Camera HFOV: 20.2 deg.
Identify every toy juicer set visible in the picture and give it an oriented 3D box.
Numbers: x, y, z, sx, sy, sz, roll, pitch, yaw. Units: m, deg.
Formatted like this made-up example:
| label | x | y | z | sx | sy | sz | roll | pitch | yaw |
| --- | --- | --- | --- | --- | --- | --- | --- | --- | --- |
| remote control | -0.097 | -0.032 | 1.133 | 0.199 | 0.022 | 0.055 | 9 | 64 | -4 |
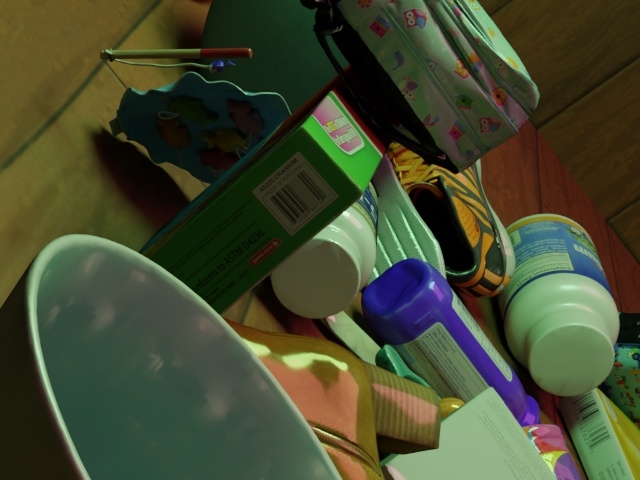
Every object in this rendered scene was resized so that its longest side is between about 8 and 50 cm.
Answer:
| label | x | y | z | sx | sy | sz | roll | pitch | yaw |
| --- | --- | --- | --- | --- | --- | --- | --- | --- | --- |
| toy juicer set | 0.126 | 0.199 | 1.743 | 0.209 | 0.089 | 0.329 | 36 | 24 | -48 |

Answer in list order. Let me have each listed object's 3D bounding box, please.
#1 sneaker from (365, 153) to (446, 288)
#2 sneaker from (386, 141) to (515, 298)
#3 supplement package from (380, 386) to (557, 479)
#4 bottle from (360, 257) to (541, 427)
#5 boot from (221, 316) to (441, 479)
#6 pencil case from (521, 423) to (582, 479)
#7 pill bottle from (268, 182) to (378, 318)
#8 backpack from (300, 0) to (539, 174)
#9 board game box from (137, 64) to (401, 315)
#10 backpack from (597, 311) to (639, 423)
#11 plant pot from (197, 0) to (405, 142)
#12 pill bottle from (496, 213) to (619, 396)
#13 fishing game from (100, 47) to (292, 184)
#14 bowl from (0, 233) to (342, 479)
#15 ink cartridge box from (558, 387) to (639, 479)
| label | x | y | z | sx | sy | sz | roll | pitch | yaw |
| --- | --- | --- | --- | --- | --- | --- | --- | --- | --- |
| sneaker | 0.078 | 0.000 | 2.022 | 0.091 | 0.094 | 0.258 | 80 | -6 | -68 |
| sneaker | 0.137 | -0.081 | 2.290 | 0.321 | 0.124 | 0.180 | 61 | 16 | 21 |
| supplement package | 0.096 | 0.214 | 1.489 | 0.105 | 0.105 | 0.179 | 56 | 37 | 5 |
| bottle | 0.155 | 0.149 | 1.907 | 0.283 | 0.092 | 0.118 | 52 | -2 | -23 |
| boot | -0.019 | 0.212 | 1.295 | 0.211 | 0.104 | 0.295 | 15 | 65 | -27 |
| pencil case | 0.237 | 0.302 | 1.813 | 0.104 | 0.104 | 0.236 | 32 | 34 | -53 |
| pill bottle | 0.000 | 0.000 | 1.747 | 0.112 | 0.112 | 0.187 | 50 | 16 | -16 |
| backpack | 0.081 | -0.142 | 1.385 | 0.182 | 0.115 | 0.152 | 53 | 14 | 5 |
| board game box | -0.055 | -0.020 | 1.389 | 0.064 | 0.242 | 0.316 | 48 | 16 | -6 |
| backpack | 0.409 | 0.175 | 2.496 | 0.117 | 0.173 | 0.158 | -55 | 139 | -43 |
| plant pot | -0.018 | -0.201 | 1.951 | 0.290 | 0.195 | 0.290 | 48 | 17 | -20 |
| pill bottle | 0.315 | 0.089 | 2.403 | 0.152 | 0.152 | 0.272 | 47 | 17 | -24 |
| fishing game | -0.093 | -0.088 | 1.587 | 0.264 | 0.189 | 0.041 | 62 | 35 | -58 |
| bowl | -0.111 | 0.168 | 0.983 | 0.311 | 0.163 | 0.311 | 49 | 17 | -21 |
| ink cartridge box | 0.456 | 0.375 | 2.380 | 0.307 | 0.072 | 0.303 | 39 | 21 | -37 |
